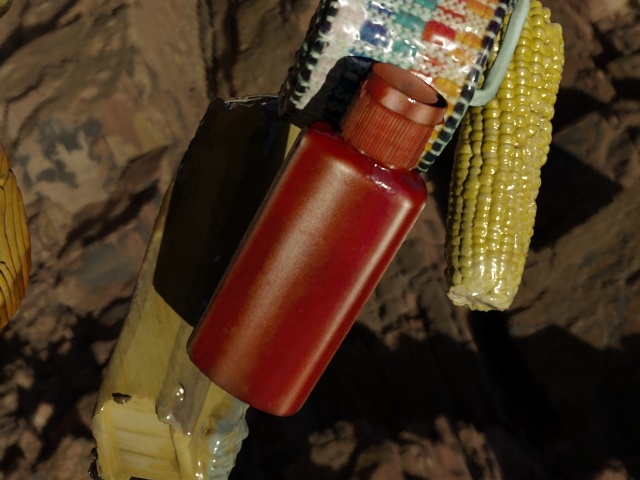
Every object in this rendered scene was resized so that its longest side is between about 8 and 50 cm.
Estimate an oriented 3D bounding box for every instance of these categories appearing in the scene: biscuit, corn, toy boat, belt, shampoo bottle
[{"bbox_3d":[-0.289,-0.029,0.863,0.176,0.031,0.229,30,44,-75],"label":"biscuit"},{"bbox_3d":[0.159,-0.082,0.916,0.086,0.086,0.288,38,61,-70],"label":"corn"},{"bbox_3d":[-0.087,0.032,1.017,0.162,0.135,0.446,54,45,-52],"label":"toy boat"},{"bbox_3d":[0.086,-0.195,0.855,0.207,0.160,0.295,126,-13,-64],"label":"belt"},{"bbox_3d":[0.000,0.000,0.743,0.102,0.260,0.064,32,24,5],"label":"shampoo bottle"}]

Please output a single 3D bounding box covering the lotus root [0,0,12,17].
[{"bbox_3d":[-0.409,-0.289,1.231,0.179,0.089,0.081,13,-65,62],"label":"lotus root"}]
